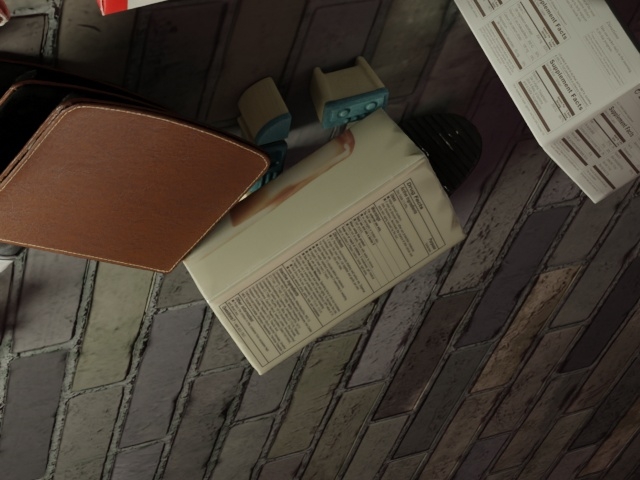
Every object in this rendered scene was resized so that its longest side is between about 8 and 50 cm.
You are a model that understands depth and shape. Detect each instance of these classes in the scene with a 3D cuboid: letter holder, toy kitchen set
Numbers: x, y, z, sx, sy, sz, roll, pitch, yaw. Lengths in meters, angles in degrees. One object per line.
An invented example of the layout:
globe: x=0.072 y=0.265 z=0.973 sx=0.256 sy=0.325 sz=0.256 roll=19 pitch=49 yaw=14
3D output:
letter holder: x=-0.231 y=-0.105 z=1.649 sx=0.214 sy=0.152 sz=0.302 roll=-44 pitch=147 yaw=26
toy kitchen set: x=-0.008 y=-0.097 z=1.864 sx=0.166 sy=0.122 sz=0.207 roll=-16 pitch=150 yaw=-18

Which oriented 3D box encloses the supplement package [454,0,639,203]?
supplement package: x=0.286 y=-0.210 z=1.769 sx=0.145 sy=0.261 sz=0.204 roll=-33 pitch=151 yaw=15

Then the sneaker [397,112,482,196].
sneaker: x=0.089 y=-0.051 z=2.051 sx=0.330 sy=0.122 sz=0.146 roll=-39 pitch=167 yaw=21

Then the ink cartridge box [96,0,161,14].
ink cartridge box: x=-0.156 y=-0.292 z=1.414 sx=0.231 sy=0.134 sz=0.078 roll=-16 pitch=150 yaw=-16

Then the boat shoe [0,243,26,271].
boat shoe: x=-0.418 y=-0.032 z=1.662 sx=0.102 sy=0.108 sz=0.301 roll=-40 pitch=151 yaw=23

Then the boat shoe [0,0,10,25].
boat shoe: x=-0.335 y=-0.259 z=1.369 sx=0.088 sy=0.096 sz=0.267 roll=-26 pitch=153 yaw=-9

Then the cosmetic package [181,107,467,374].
cosmetic package: x=0.000 y=0.000 z=1.800 sx=0.296 sy=0.129 sz=0.153 roll=-32 pitch=131 yaw=-3
